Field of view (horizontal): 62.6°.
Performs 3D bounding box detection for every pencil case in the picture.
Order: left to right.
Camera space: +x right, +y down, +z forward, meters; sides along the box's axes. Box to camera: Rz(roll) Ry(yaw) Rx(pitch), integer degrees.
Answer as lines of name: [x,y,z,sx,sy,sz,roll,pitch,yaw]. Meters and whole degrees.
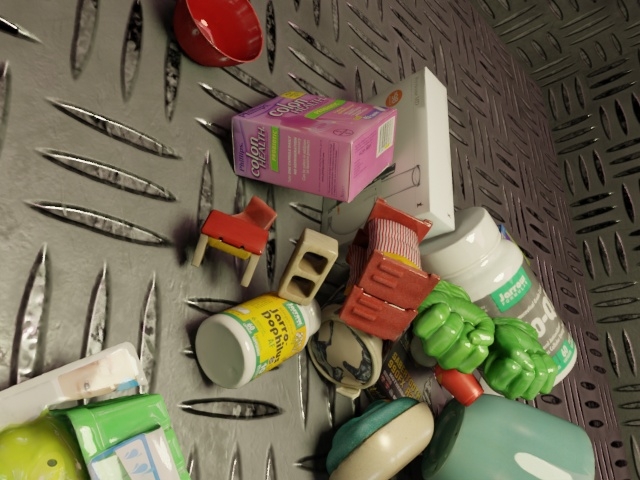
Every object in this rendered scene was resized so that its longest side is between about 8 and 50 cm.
pencil case: [0.126,0.142,1.105,0.410,0.160,0.183,-39,113,-51]

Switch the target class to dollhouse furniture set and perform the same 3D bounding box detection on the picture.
dollhouse furniture set: [0.000,0.000,0.900,0.374,0.152,0.201,23,30,-8]

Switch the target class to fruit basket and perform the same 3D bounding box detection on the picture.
fruit basket: [-0.291,0.310,0.514,0.353,0.165,0.326,-17,88,-50]

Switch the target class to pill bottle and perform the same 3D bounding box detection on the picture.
pill bottle: [-0.091,0.150,0.867,0.208,0.118,0.117,-18,88,-53]
pill bottle: [0.349,0.124,1.081,0.361,0.204,0.204,55,40,-13]

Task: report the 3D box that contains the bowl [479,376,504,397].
bowl: [0.519,0.475,1.533,0.142,0.053,0.142,39,46,-35]

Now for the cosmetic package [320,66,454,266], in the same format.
cosmetic package: [0.140,-0.158,1.157,0.097,0.285,0.377,32,51,-40]

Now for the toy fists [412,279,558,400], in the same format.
toy fists: [0.280,0.174,0.897,0.279,0.096,0.142,28,39,-13]

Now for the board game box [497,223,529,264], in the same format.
board game box: [0.633,0.151,1.798,0.233,0.078,0.347,44,44,-30]

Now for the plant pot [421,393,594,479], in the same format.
plant pot: [0.346,0.444,1.050,0.235,0.293,0.293,28,44,3]

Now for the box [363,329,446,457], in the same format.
box: [0.189,0.335,1.183,0.231,0.056,0.183,60,39,-13]

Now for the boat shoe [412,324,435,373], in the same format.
boat shoe: [0.280,0.238,1.243,0.341,0.158,0.127,-23,88,-57]

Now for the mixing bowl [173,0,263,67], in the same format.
mixing bowl: [-0.206,-0.396,0.986,0.181,0.098,0.181,26,54,-43]

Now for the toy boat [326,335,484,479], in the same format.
toy boat: [0.147,0.314,0.971,0.148,0.318,0.268,48,21,25]

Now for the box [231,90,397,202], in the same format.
box: [-0.007,-0.189,1.006,0.213,0.243,0.117,-43,142,-50]
